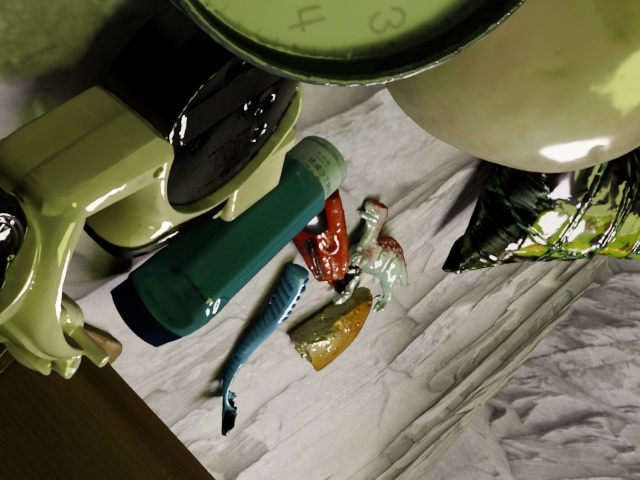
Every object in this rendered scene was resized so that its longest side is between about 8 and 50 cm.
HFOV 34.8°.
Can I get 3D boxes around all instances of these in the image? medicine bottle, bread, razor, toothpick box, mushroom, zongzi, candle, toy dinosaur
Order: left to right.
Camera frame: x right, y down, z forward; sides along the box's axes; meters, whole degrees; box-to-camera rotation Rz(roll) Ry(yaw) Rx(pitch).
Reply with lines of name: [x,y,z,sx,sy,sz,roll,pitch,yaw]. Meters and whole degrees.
toothpick box: [-0.193,0.235,0.924,0.187,0.308,0.190,-46,160,-3]
medicine bottle: [-0.081,-0.005,1.000,0.258,0.079,0.124,-44,-169,-29]
razor: [-0.081,0.134,1.309,0.253,0.042,0.082,-60,-163,26]
candle: [0.000,0.000,1.215,0.084,0.059,0.301,-31,153,-8]
bread: [0.009,0.149,1.487,0.154,0.054,0.136,-27,153,-35]
toy dinosaur: [0.090,0.027,1.422,0.242,0.053,0.167,8,115,-54]
zongzi: [0.386,-0.116,1.527,0.383,0.319,0.362,-16,148,-22]
mushroom: [0.223,-0.232,0.881,0.353,0.325,0.353,-28,124,-52]

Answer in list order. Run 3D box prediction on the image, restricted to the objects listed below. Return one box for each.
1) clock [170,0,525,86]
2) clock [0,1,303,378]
clock: [0.027,-0.251,0.637,0.325,0.067,0.325,-11,126,-16]
clock: [-0.160,-0.029,0.781,0.379,0.120,0.276,-39,161,-29]
